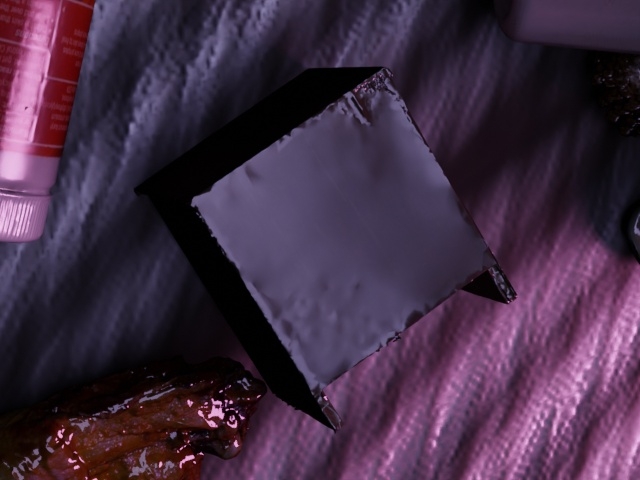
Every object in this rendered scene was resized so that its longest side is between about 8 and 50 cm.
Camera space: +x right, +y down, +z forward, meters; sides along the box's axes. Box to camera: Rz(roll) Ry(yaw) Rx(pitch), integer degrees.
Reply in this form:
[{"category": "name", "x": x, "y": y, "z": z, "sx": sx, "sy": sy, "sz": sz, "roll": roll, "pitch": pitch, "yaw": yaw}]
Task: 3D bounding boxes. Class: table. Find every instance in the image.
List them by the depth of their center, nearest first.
[{"category": "table", "x": 0.000, "y": 0.000, "z": 1.121, "sx": 0.169, "sy": 0.172, "sz": 0.193, "roll": -36, "pitch": 105, "yaw": -12}]

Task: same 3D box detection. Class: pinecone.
[{"category": "pinecone", "x": 0.259, "y": -0.125, "z": 1.261, "sx": 0.077, "sy": 0.077, "sz": 0.083, "roll": -31, "pitch": 141, "yaw": -15}]

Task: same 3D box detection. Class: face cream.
[{"category": "face cream", "x": -0.256, "y": -0.111, "z": 0.986, "sx": 0.201, "sy": 0.201, "sz": 0.187, "roll": 11, "pitch": 94, "yaw": -23}]

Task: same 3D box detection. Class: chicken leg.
[{"category": "chicken leg", "x": -0.182, "y": 0.184, "z": 1.131, "sx": 0.322, "sy": 0.083, "sz": 0.177, "roll": -22, "pitch": 124, "yaw": -20}]

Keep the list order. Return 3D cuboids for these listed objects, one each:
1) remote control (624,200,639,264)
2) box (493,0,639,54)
[{"category": "remote control", "x": 0.355, "y": -0.048, "z": 1.325, "sx": 0.222, "sy": 0.042, "sz": 0.072, "roll": -32, "pitch": 108, "yaw": -13}, {"category": "box", "x": 0.238, "y": -0.255, "z": 1.162, "sx": 0.206, "sy": 0.291, "sz": 0.262, "roll": 2, "pitch": 132, "yaw": -4}]
